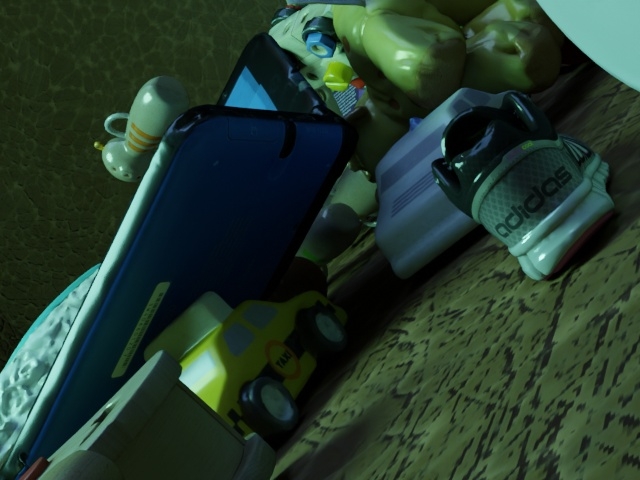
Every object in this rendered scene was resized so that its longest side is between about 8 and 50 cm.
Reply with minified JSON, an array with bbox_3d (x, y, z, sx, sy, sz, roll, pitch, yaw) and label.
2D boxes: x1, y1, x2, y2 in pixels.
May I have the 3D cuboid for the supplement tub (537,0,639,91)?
[{"bbox_3d":[0.193,-0.173,0.537,0.200,0.144,0.144,-44,4,-4],"label":"supplement tub"}]

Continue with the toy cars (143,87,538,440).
[{"bbox_3d":[0.011,0.011,0.759,0.394,0.087,0.176,-44,5,-20],"label":"toy cars"}]

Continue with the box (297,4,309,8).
[{"bbox_3d":[0.116,-0.311,1.699,0.143,0.270,0.165,-45,5,-24],"label":"box"}]

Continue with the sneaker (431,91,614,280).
[{"bbox_3d":[0.092,-0.036,0.570,0.063,0.075,0.170,-42,4,14],"label":"sneaker"}]

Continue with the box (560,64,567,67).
[{"bbox_3d":[0.159,-0.304,1.068,0.142,0.300,0.154,-41,5,0],"label":"box"}]

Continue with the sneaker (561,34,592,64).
[{"bbox_3d":[0.258,-0.213,0.927,0.128,0.087,0.221,-30,3,-29],"label":"sneaker"}]

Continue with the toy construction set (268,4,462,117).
[{"bbox_3d":[0.054,-0.179,1.309,0.328,0.215,0.151,-33,35,46],"label":"toy construction set"}]

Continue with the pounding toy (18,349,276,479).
[{"bbox_3d":[-0.133,0.117,0.577,0.154,0.155,0.269,-51,8,-34],"label":"pounding toy"}]

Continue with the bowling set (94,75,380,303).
[{"bbox_3d":[-0.063,-0.004,1.054,0.154,0.287,0.199,-47,33,49],"label":"bowling set"}]

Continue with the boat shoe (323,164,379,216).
[{"bbox_3d":[0.035,-0.059,1.222,0.277,0.096,0.098,-32,35,28],"label":"boat shoe"}]

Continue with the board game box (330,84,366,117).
[{"bbox_3d":[0.089,-0.195,1.537,0.347,0.056,0.208,147,124,-63],"label":"board game box"}]

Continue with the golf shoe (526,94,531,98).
[{"bbox_3d":[0.099,-0.141,1.063,0.176,0.086,0.069,-3,34,40],"label":"golf shoe"}]

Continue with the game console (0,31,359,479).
[{"bbox_3d":[-0.120,0.004,0.839,0.250,0.173,0.293,-4,-53,-57],"label":"game console"}]

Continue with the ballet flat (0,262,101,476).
[{"bbox_3d":[-0.245,0.194,1.035,0.409,0.147,0.147,-52,8,-27],"label":"ballet flat"}]

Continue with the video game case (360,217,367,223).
[{"bbox_3d":[0.000,0.000,1.380,0.201,0.023,0.183,-44,4,-16],"label":"video game case"}]

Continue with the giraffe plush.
[{"bbox_3d":[0.079,-0.112,0.947,0.181,0.210,0.170,-73,-14,-53],"label":"giraffe plush"}]
